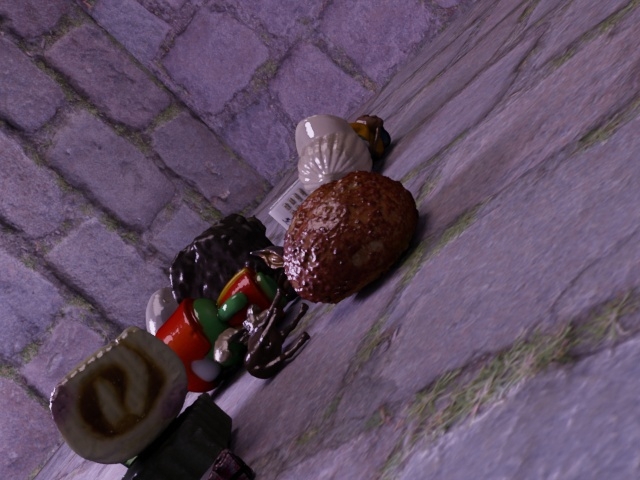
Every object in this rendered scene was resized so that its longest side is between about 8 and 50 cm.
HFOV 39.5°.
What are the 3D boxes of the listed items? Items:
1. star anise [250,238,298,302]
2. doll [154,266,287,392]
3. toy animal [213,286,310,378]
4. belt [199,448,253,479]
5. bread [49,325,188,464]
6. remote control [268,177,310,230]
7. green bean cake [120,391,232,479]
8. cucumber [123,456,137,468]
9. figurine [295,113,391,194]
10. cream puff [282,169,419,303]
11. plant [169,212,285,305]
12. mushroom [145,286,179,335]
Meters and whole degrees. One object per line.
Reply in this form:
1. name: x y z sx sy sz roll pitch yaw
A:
1. star anise: 0.000 0.000 1.759 0.227 0.148 0.219 -20 -46 -39
2. doll: -0.226 0.196 1.686 0.363 0.160 0.182 -46 -9 4
3. toy animal: -0.104 0.164 1.496 0.186 0.093 0.214 -53 14 20
4. belt: -0.173 0.358 1.084 0.232 0.053 0.071 -48 1 -4
5. bread: -0.294 0.236 1.316 0.187 0.155 0.338 -38 -2 -19
6. remote control: -0.009 -0.142 2.392 0.277 0.103 0.055 -45 12 12
7. green bean cake: -0.212 0.323 1.289 0.183 0.094 0.185 -47 8 5
8. cucumber: -0.367 0.392 1.796 0.115 0.086 0.193 1 22 12
9. figurine: 0.075 -0.198 2.154 0.185 0.204 0.332 -44 -19 30
10. cream puff: 0.040 -0.012 1.389 0.240 0.164 0.240 -47 3 3
11. plant: -0.181 0.063 1.923 0.213 0.215 0.312 -42 2 11
12. mushroom: -0.300 0.207 1.862 0.116 0.225 0.093 -11 -35 -8
